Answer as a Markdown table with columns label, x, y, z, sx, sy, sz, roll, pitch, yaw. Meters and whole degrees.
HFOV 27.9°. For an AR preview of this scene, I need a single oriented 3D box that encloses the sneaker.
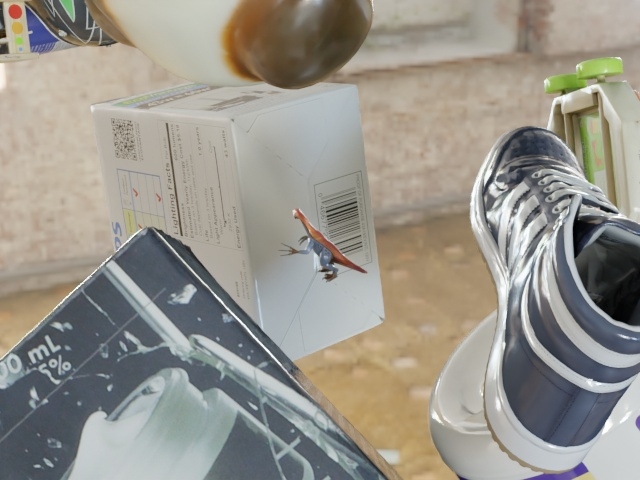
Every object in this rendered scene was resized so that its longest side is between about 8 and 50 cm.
| label | x | y | z | sx | sy | sz | roll | pitch | yaw |
| --- | --- | --- | --- | --- | --- | --- | --- | --- | --- |
| sneaker | 0.166 | -0.007 | 0.826 | 0.099 | 0.153 | 0.282 | 13 | -133 | -8 |

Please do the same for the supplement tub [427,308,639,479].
| label | x | y | z | sx | sy | sz | roll | pitch | yaw |
| --- | --- | --- | --- | --- | --- | --- | --- | --- | --- |
| supplement tub | 0.270 | 0.206 | 1.075 | 0.241 | 0.331 | 0.241 | -33 | -162 | 12 |

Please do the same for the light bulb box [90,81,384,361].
| label | x | y | z | sx | sy | sz | roll | pitch | yaw |
| --- | --- | --- | --- | --- | --- | --- | --- | --- | --- |
| light bulb box | -0.124 | -0.041 | 1.858 | 0.225 | 0.357 | 0.361 | -18 | -161 | -36 |

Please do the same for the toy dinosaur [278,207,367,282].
| label | x | y | z | sx | sy | sz | roll | pitch | yaw |
| --- | --- | --- | --- | --- | --- | --- | --- | --- | --- |
| toy dinosaur | 0.000 | 0.000 | 1.405 | 0.090 | 0.082 | 0.047 | -10 | -153 | 5 |

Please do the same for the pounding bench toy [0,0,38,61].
| label | x | y | z | sx | sy | sz | roll | pitch | yaw |
| --- | --- | --- | --- | --- | --- | --- | --- | --- | --- |
| pounding bench toy | -0.305 | -0.191 | 1.155 | 0.083 | 0.065 | 0.052 | -11 | -171 | -39 |

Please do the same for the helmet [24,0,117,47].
| label | x | y | z | sx | sy | sz | roll | pitch | yaw |
| --- | --- | --- | --- | --- | --- | --- | --- | --- | --- |
| helmet | -0.220 | -0.275 | 1.238 | 0.161 | 0.169 | 0.169 | 43 | -141 | 18 |

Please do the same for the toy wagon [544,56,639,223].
| label | x | y | z | sx | sy | sz | roll | pitch | yaw |
| --- | --- | --- | --- | --- | --- | --- | --- | --- | --- |
| toy wagon | 0.343 | -0.086 | 1.675 | 0.068 | 0.267 | 0.344 | -5 | 179 | -10 |

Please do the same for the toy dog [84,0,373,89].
| label | x | y | z | sx | sy | sz | roll | pitch | yaw |
| --- | --- | --- | --- | --- | --- | --- | --- | --- | --- |
| toy dog | -0.008 | -0.287 | 0.877 | 0.285 | 0.395 | 0.408 | 25 | -115 | 29 |

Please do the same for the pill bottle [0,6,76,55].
| label | x | y | z | sx | sy | sz | roll | pitch | yaw |
| --- | --- | --- | --- | --- | --- | --- | --- | --- | --- |
| pill bottle | -0.270 | -0.270 | 1.390 | 0.219 | 0.122 | 0.123 | -19 | -153 | -32 |

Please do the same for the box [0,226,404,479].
| label | x | y | z | sx | sy | sz | roll | pitch | yaw |
| --- | --- | --- | --- | --- | --- | --- | --- | --- | --- |
| box | -0.142 | 0.324 | 1.095 | 0.480 | 0.472 | 0.297 | -44 | 175 | -3 |
